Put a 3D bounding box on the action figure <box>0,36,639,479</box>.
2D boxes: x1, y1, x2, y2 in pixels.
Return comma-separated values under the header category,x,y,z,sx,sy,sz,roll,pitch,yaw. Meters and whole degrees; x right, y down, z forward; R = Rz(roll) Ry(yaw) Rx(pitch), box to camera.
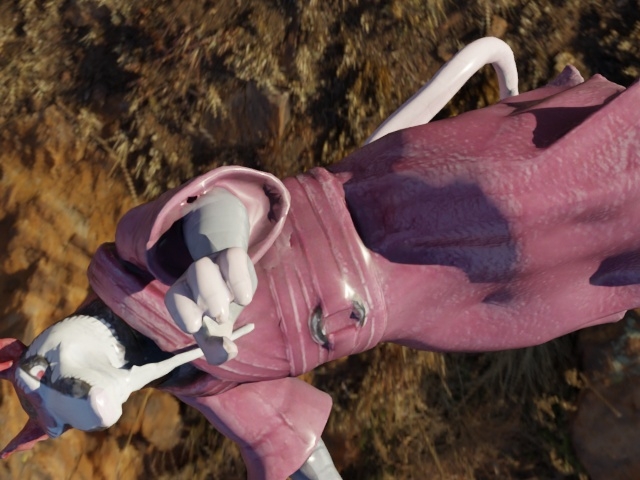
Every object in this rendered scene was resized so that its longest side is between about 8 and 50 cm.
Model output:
category,x,y,z,sx,sy,sz,roll,pitch,yaw
action figure,0.000,0.000,0.491,0.370,0.275,0.248,-15,137,-11
